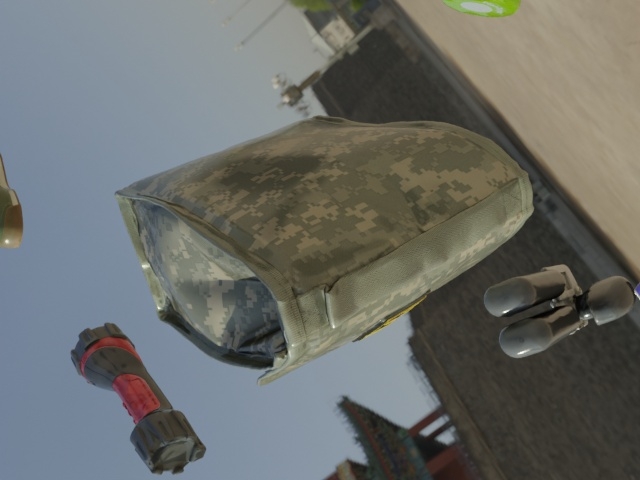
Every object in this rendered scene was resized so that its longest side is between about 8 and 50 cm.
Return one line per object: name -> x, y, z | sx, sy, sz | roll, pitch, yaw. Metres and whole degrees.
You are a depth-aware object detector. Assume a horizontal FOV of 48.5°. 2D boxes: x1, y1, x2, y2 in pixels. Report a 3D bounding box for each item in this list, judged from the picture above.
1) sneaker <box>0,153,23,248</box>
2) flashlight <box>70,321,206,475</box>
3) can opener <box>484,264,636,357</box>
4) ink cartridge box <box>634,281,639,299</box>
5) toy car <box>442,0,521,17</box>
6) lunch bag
sneaker -> -0.430, -0.054, 0.875 | 0.086, 0.064, 0.192 | 1, -145, -37
flashlight -> -0.299, 0.244, 1.116 | 0.304, 0.103, 0.103 | 37, 159, 47
can opener -> 0.251, 0.057, 0.712 | 0.283, 0.095, 0.076 | 0, -111, -61
ink cartridge box -> 0.539, 0.058, 0.967 | 0.206, 0.208, 0.045 | 46, 162, -20
toy car -> 0.091, -0.216, 0.359 | 0.149, 0.155, 0.188 | 11, -173, -12
lunch bag -> 0.000, 0.000, 0.594 | 0.287, 0.235, 0.169 | 16, 126, 56
